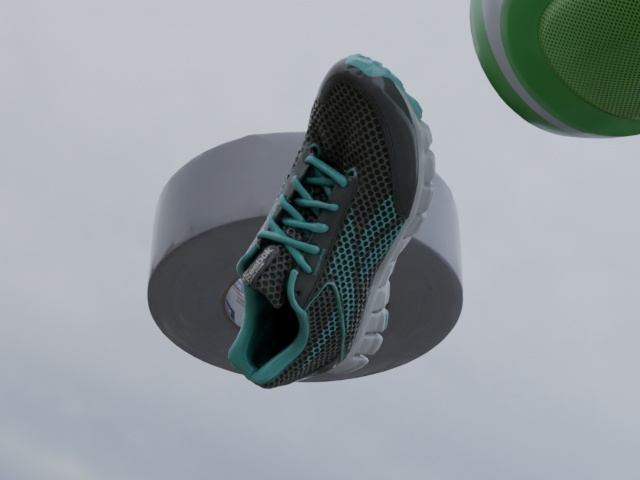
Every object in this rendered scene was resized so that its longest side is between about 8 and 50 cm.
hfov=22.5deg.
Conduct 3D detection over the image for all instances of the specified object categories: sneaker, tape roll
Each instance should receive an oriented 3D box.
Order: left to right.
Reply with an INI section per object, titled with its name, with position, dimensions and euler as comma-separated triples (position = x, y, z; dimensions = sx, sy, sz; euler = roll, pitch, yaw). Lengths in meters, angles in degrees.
[tape roll]
position = -0.010, 0.016, 1.129
dimensions = 0.219, 0.072, 0.219
euler = 0, -34, 0
[sneaker]
position = 0.000, 0.000, 0.707
dimensions = 0.065, 0.166, 0.076
euler = 30, 35, 31

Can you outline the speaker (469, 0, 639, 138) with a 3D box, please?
[speaker]
position = 0.182, -0.128, 0.663
dimensions = 0.131, 0.131, 0.296
euler = 26, -20, -20
